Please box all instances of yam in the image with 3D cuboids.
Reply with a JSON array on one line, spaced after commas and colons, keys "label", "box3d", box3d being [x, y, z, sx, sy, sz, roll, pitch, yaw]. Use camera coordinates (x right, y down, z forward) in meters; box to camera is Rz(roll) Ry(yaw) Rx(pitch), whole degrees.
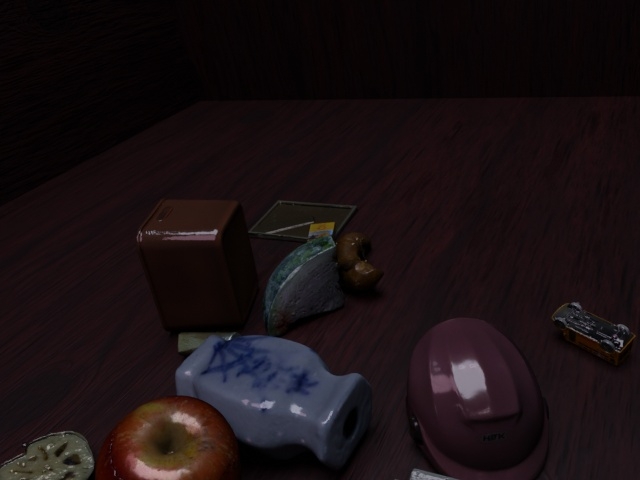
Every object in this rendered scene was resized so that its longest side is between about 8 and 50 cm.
[{"label": "yam", "box3d": [-0.291, 0.271, 1.398, 0.170, 0.068, 0.068, -2, 32, 15]}]

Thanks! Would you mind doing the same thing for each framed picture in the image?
[{"label": "framed picture", "box3d": [-0.063, -0.070, 1.934, 0.335, 0.022, 0.247, 5, 35, 25]}]

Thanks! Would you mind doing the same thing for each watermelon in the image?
[{"label": "watermelon", "box3d": [-0.041, 0.138, 1.509, 0.319, 0.214, 0.289, -60, 7, -6]}]

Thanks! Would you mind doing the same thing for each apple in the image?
[{"label": "apple", "box3d": [-0.276, 0.424, 0.975, 0.272, 0.206, 0.252, 24, 31, 24]}]

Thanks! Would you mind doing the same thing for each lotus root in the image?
[{"label": "lotus root", "box3d": [-0.566, 0.499, 1.108, 0.183, 0.077, 0.204, -15, 33, -29]}]

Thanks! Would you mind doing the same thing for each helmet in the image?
[{"label": "helmet", "box3d": [0.302, 0.290, 1.047, 0.271, 0.197, 0.338, -7, 30, 3]}]

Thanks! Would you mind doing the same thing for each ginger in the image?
[{"label": "ginger", "box3d": [0.101, 0.058, 1.588, 0.133, 0.107, 0.309, -24, 26, 5]}]

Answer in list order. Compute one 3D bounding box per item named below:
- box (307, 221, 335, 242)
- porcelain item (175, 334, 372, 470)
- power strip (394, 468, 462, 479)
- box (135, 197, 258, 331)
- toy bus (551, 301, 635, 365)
[{"label": "box", "box3d": [0.000, 0.000, 1.765, 0.087, 0.023, 0.155, -8, 42, 17]}, {"label": "porcelain item", "box3d": [-0.107, 0.330, 1.132, 0.405, 0.178, 0.242, 7, 36, 33]}, {"label": "power strip", "box3d": [0.252, 0.452, 0.931, 0.253, 0.027, 0.060, 4, 60, 25]}, {"label": "box", "box3d": [-0.328, 0.066, 1.493, 0.230, 0.339, 0.239, -2, 31, 11]}, {"label": "toy bus", "box3d": [0.605, 0.207, 1.195, 0.070, 0.074, 0.162, -35, 39, -22]}]
